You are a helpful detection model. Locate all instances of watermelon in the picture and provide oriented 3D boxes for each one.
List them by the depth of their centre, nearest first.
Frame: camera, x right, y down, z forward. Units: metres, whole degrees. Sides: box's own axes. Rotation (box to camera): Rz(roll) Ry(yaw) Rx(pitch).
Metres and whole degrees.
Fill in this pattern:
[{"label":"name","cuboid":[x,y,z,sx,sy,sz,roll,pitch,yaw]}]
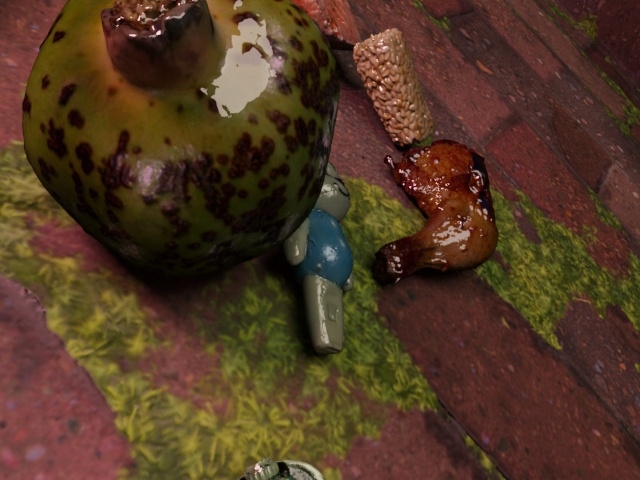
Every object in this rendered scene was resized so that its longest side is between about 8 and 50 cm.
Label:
[{"label":"watermelon","cuboid":[-0.035,-0.366,0.772,0.256,0.140,0.193,56,39,-4]}]

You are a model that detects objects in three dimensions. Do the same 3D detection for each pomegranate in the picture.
[{"label":"pomegranate","cuboid":[-0.100,-0.102,0.418,0.254,0.270,0.254,1,71,-4]}]

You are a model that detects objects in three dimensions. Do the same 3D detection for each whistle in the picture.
[{"label":"whistle","cuboid":[0.000,0.000,0.550,0.114,0.077,0.235,34,41,-48]}]

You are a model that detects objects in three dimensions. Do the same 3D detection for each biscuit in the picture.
[{"label":"biscuit","cuboid":[0.110,-0.220,0.769,0.082,0.070,0.168,-45,117,-42]}]

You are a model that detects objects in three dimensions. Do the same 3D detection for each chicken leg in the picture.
[{"label":"chicken leg","cuboid":[0.162,-0.044,0.712,0.177,0.083,0.322,23,46,-11]}]

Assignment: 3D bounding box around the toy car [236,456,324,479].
[{"label":"toy car","cuboid":[-0.072,0.213,0.349,0.186,0.058,0.093,-14,69,-30]}]
